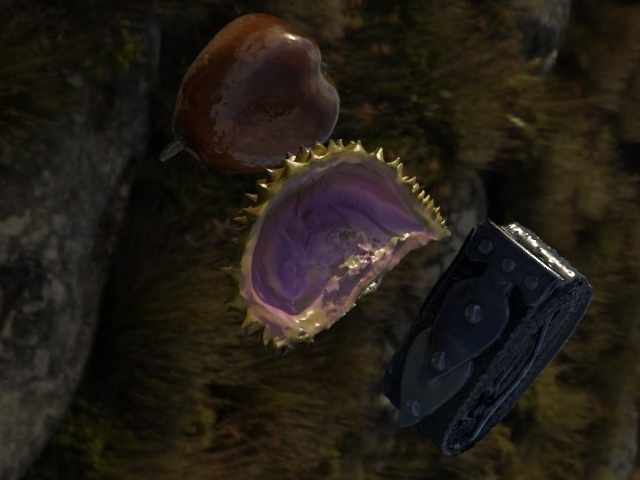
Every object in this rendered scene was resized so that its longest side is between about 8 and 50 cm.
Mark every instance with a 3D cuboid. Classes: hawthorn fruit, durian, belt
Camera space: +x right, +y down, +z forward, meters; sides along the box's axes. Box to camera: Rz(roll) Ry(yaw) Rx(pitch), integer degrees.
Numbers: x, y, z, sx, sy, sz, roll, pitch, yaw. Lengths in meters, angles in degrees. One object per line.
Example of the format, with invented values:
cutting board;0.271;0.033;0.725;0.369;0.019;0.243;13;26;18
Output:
hawthorn fruit;-0.103;-0.171;1.312;0.251;0.199;0.199;-35;141;-11
durian;0.002;-0.002;0.808;0.182;0.132;0.165;-42;160;-1
belt;0.146;0.085;0.958;0.122;0.128;0.218;10;117;-54
